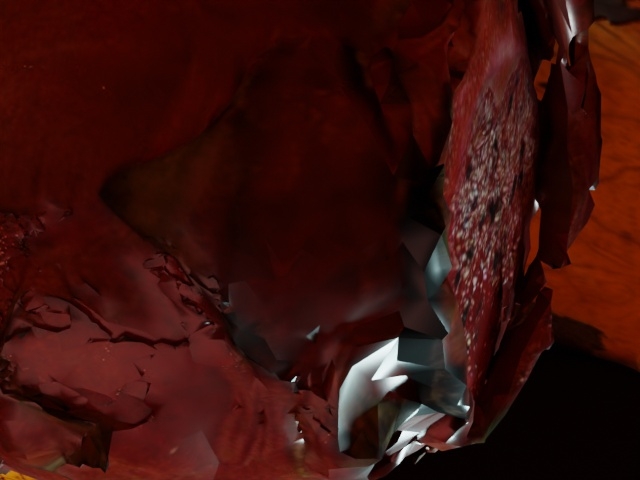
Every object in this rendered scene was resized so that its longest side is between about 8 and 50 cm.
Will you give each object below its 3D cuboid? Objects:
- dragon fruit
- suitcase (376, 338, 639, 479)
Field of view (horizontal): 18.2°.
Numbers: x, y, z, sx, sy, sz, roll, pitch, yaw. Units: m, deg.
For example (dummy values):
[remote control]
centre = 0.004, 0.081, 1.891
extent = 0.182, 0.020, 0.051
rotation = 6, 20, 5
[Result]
[dragon fruit]
centre = -0.041, -0.028, 0.781
extent = 0.301, 0.296, 0.295
rotation = -12, 143, 31
[suitcase]
centre = 0.042, 0.220, 1.189
extent = 0.339, 0.345, 0.188
rotation = 8, 150, 18
